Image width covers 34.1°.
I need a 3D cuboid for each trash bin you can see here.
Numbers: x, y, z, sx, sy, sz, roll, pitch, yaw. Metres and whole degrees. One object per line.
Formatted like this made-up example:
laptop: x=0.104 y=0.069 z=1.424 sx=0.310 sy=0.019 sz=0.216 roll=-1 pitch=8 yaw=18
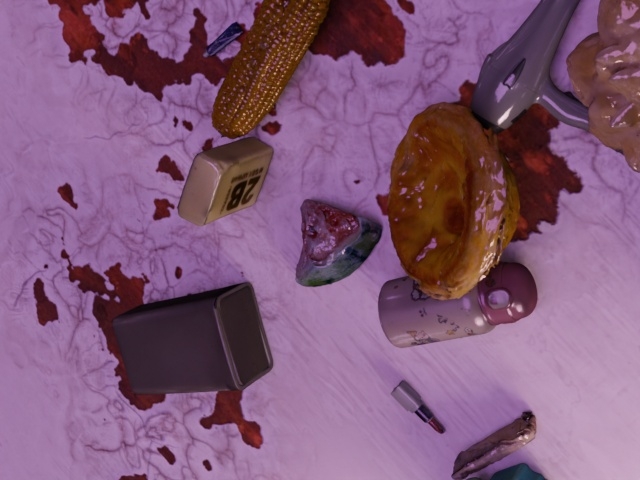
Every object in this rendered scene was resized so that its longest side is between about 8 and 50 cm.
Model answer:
trash bin: x=-0.225 y=0.180 z=1.817 sx=0.241 sy=0.122 sz=0.164 roll=-12 pitch=98 yaw=32

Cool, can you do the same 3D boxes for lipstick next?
lipstick: x=0.161 y=0.274 z=1.691 sx=0.107 sy=0.025 sz=0.025 roll=45 pitch=120 yaw=4

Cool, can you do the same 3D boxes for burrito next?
burrito: x=0.268 y=0.326 z=1.631 sx=0.171 sy=0.051 sz=0.042 roll=-36 pitch=99 yaw=27

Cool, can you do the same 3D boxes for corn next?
corn: x=-0.079 y=-0.284 z=1.632 sx=0.102 sy=0.102 sz=0.313 roll=38 pitch=120 yaw=15

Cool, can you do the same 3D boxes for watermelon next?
watermelon: x=0.000 y=0.000 z=1.682 sx=0.187 sy=0.071 sz=0.139 roll=-39 pitch=79 yaw=30

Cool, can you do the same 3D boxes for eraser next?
eraser: x=-0.151 y=-0.095 z=1.673 sx=0.058 sy=0.172 sz=0.117 roll=30 pitch=115 yaw=16

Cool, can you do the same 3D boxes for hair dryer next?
hair dryer: x=0.357 y=-0.238 z=1.440 sx=0.267 sy=0.092 sz=0.229 roll=15 pitch=104 yaw=9

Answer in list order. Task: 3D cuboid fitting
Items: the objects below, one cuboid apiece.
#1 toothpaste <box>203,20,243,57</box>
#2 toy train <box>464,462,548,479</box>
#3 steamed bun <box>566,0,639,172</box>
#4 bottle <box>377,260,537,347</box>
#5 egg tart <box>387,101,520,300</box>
toothpaste: x=-0.161 y=-0.325 z=1.709 sx=0.083 sy=0.019 sz=0.027 roll=-35 pitch=69 yaw=26
toy train: x=0.301 y=0.453 z=1.617 sx=0.163 sy=0.112 sz=0.203 roll=-27 pitch=90 yaw=24
steamed bun: x=0.442 y=-0.200 z=1.274 sx=0.295 sy=0.137 sz=0.292 roll=-21 pitch=118 yaw=37
bottle: x=0.209 y=0.092 z=1.568 sx=0.233 sy=0.110 sz=0.109 roll=-13 pitch=96 yaw=30
egg tart: x=0.199 y=-0.056 z=1.492 sx=0.295 sy=0.116 sz=0.294 roll=180 pitch=90 yaw=-66
